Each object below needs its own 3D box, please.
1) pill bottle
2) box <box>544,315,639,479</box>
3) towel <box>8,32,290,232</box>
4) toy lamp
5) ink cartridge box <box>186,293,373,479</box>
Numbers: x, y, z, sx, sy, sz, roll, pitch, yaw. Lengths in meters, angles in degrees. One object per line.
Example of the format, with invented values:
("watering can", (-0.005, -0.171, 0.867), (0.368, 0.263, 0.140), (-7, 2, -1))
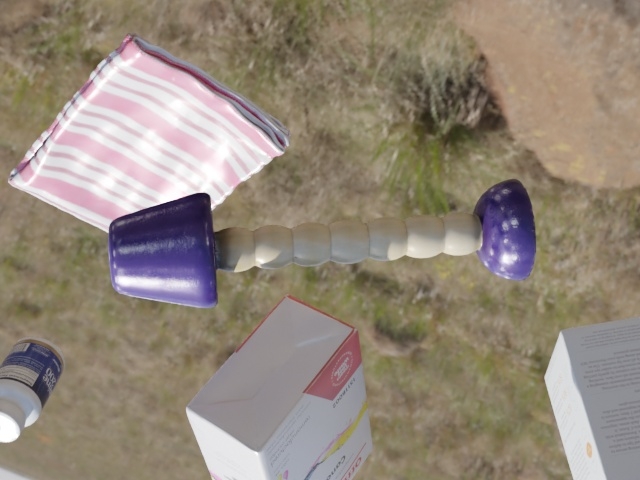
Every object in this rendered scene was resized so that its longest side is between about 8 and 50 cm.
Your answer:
("pill bottle", (-0.344, 0.171, 1.099), (0.067, 0.120, 0.067), (5, 124, 7))
("box", (0.304, 0.186, 0.990), (0.091, 0.170, 0.130), (-9, 150, -1))
("towel", (-0.134, -0.061, 0.733), (0.144, 0.029, 0.197), (30, 133, -28))
("toy lamp", (0.000, 0.000, 0.639), (0.275, 0.080, 0.080), (-5, 164, -8))
("ink cartridge box", (-0.020, 0.150, 0.706), (0.067, 0.115, 0.198), (25, 146, 27))
